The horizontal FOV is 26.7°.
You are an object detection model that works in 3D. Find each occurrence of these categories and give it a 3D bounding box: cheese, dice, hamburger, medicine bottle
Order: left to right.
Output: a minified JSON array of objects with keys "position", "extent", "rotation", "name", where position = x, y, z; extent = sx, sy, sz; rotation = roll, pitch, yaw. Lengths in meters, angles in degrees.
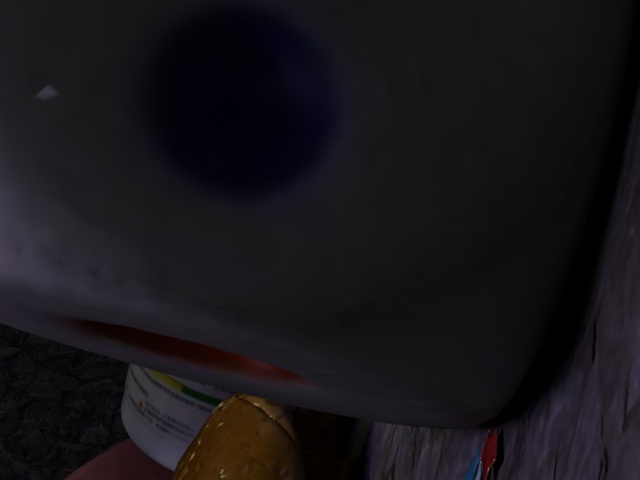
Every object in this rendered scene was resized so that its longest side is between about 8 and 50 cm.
[{"position":[-0.236,0.328,1.584],"extent":[0.177,0.128,0.203],"rotation":[9,-68,-55],"name":"cheese"},{"position":[-0.068,0.099,1.365],"extent":[0.238,0.237,0.232],"rotation":[-82,5,-70],"name":"medicine bottle"},{"position":[-0.049,0.243,1.133],"extent":[0.245,0.155,0.282],"rotation":[-65,12,-10],"name":"hamburger"},{"position":[-0.027,-0.087,0.667],"extent":[0.277,0.304,0.304],"rotation":[114,171,-77],"name":"dice"}]

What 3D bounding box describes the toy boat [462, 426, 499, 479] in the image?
[{"position":[0.056,0.167,0.652],"extent":[0.149,0.034,0.105],"rotation":[-57,11,39],"name":"toy boat"}]
